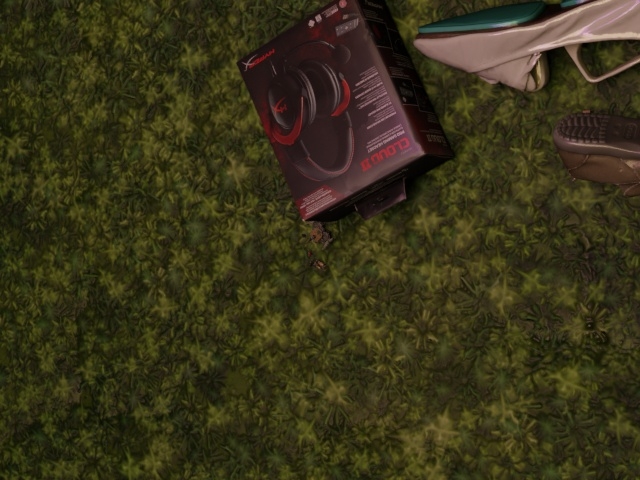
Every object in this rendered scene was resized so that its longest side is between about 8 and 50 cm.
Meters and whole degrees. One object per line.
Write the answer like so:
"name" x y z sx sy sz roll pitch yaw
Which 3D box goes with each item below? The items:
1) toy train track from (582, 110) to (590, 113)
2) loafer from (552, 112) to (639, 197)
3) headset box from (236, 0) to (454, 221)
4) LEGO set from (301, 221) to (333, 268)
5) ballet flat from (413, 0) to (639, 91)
"toy train track" 0.375 -0.150 1.772 0.083 0.014 0.048 -2 84 23
"loafer" 0.427 -0.105 1.714 0.251 0.094 0.087 13 137 24
"headset box" 0.040 -0.175 1.899 0.218 0.110 0.293 -28 78 26
"LEGO set" -0.002 0.001 1.983 0.054 0.023 0.083 26 117 28
"ballet flat" 0.314 -0.263 1.747 0.400 0.139 0.139 -10 87 28
